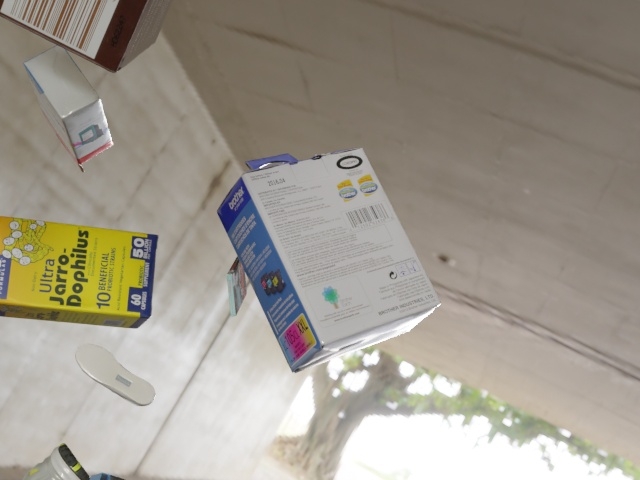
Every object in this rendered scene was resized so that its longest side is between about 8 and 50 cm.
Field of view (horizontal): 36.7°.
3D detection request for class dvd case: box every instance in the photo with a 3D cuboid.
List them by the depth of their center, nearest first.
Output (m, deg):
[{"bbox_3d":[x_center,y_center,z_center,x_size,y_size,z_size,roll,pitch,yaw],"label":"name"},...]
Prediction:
[{"bbox_3d":[-0.161,0.085,1.867,0.013,0.087,0.119,-2,19,6],"label":"dvd case"}]

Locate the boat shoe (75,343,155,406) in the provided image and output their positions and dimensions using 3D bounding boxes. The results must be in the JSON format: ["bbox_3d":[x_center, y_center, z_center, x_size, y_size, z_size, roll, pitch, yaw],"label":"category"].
[{"bbox_3d":[-0.418,0.276,1.957,0.184,0.066,0.063,30,-31,-8],"label":"boat shoe"}]

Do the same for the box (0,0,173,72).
[{"bbox_3d":[-0.250,-0.315,1.087,0.168,0.167,0.203,26,21,-8],"label":"box"}]

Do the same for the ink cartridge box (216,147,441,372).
[{"bbox_3d":[0.000,0.000,1.709,0.151,0.270,0.395,-45,-114,53],"label":"ink cartridge box"}]

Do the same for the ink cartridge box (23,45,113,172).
[{"bbox_3d":[-0.449,-0.232,1.745,0.134,0.078,0.231,53,-16,13],"label":"ink cartridge box"}]

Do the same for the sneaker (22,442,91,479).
[{"bbox_3d":[-0.523,0.511,1.850,0.145,0.147,0.384,46,-29,21],"label":"sneaker"}]

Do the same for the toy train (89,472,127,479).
[{"bbox_3d":[-0.261,0.389,1.374,0.184,0.080,0.105,26,-27,-21],"label":"toy train"}]

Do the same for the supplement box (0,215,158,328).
[{"bbox_3d":[-0.561,0.077,2.160,0.357,0.194,0.195,7,-15,-18],"label":"supplement box"}]
